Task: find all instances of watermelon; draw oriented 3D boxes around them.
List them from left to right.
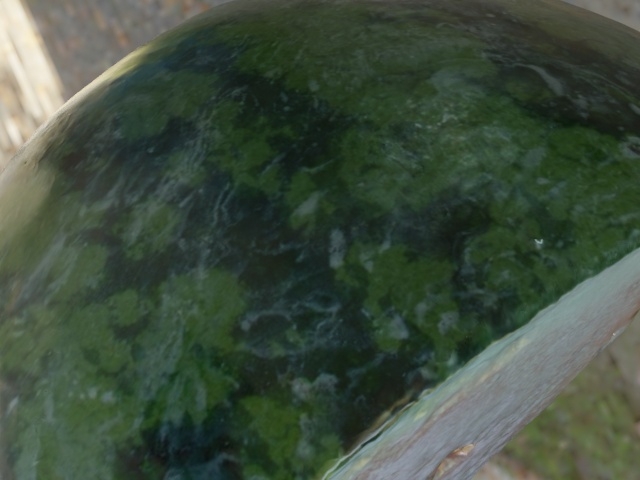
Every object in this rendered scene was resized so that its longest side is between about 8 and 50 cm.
[{"bbox_3d":[0.000,0.000,0.608,0.176,0.256,0.260,86,161,-54],"label":"watermelon"}]
